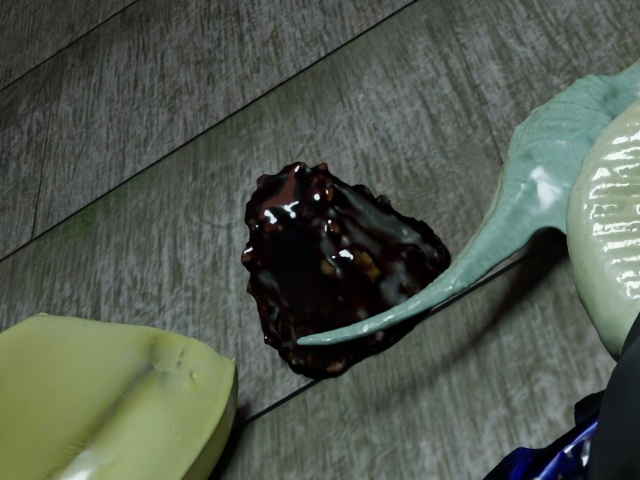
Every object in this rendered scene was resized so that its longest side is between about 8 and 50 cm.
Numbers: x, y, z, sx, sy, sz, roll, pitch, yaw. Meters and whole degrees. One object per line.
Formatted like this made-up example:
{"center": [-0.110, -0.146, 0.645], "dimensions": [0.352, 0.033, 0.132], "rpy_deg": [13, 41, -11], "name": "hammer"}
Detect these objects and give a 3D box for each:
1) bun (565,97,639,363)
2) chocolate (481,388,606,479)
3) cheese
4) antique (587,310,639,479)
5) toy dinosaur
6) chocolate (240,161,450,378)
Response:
{"center": [0.241, 0.011, 0.836], "dimensions": [0.231, 0.133, 0.231], "rpy_deg": [-12, 55, 17], "name": "bun"}
{"center": [0.080, 0.186, 0.785], "dimensions": [0.148, 0.126, 0.343], "rpy_deg": [109, -173, -45], "name": "chocolate"}
{"center": [-0.217, 0.183, 1.133], "dimensions": [0.259, 0.128, 0.316], "rpy_deg": [1, 47, 49], "name": "cheese"}
{"center": [0.256, 0.066, 0.603], "dimensions": [0.322, 0.255, 0.185], "rpy_deg": [-26, 26, 17], "name": "antique"}
{"center": [0.160, -0.032, 1.051], "dimensions": [0.393, 0.092, 0.205], "rpy_deg": [-40, 26, -1], "name": "toy dinosaur"}
{"center": [0.000, 0.000, 1.152], "dimensions": [0.156, 0.133, 0.156], "rpy_deg": [-27, 29, 16], "name": "chocolate"}
